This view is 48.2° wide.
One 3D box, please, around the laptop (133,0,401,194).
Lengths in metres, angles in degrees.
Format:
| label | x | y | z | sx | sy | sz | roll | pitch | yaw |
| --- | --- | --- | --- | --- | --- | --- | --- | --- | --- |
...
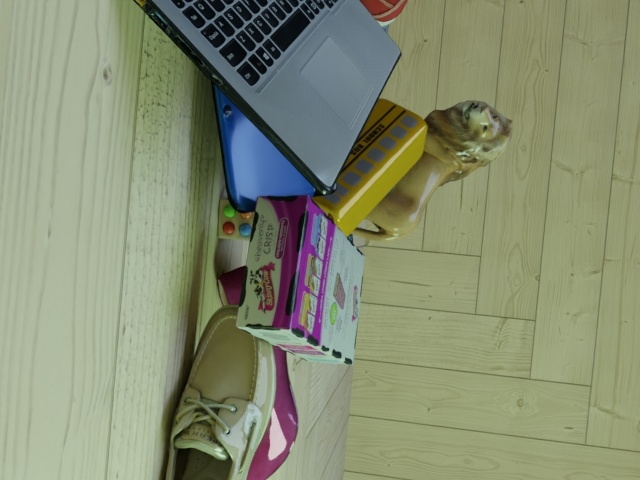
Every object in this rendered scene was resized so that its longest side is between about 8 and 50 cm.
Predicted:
| label | x | y | z | sx | sy | sz | roll | pitch | yaw |
| --- | --- | --- | --- | --- | --- | --- | --- | --- | --- |
| laptop | -0.007 | -0.332 | 0.689 | 0.408 | 0.236 | 0.382 | 46 | 35 | -15 |

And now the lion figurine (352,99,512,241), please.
| label | x | y | z | sx | sy | sz | roll | pitch | yaw |
| --- | --- | --- | --- | --- | --- | --- | --- | --- | --- |
| lion figurine | 0.175 | -0.119 | 1.371 | 0.392 | 0.240 | 0.142 | -57 | 166 | 0 |

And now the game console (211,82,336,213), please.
| label | x | y | z | sx | sy | sz | roll | pitch | yaw |
| --- | --- | --- | --- | --- | --- | --- | --- | --- | --- |
| game console | -0.086 | -0.195 | 0.938 | 0.250 | 0.174 | 0.292 | -165 | -113 | -68 |

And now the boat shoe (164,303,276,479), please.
| label | x | y | z | sx | sy | sz | roll | pitch | yaw |
| --- | --- | --- | --- | --- | --- | --- | --- | --- | --- |
| boat shoe | -0.124 | 0.223 | 0.837 | 0.098 | 0.109 | 0.302 | 54 | 47 | -79 |

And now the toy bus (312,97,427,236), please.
| label | x | y | z | sx | sy | sz | roll | pitch | yaw |
| --- | --- | --- | --- | --- | --- | --- | --- | --- | --- |
| toy bus | 0.035 | -0.101 | 1.198 | 0.332 | 0.130 | 0.108 | -47 | 158 | -29 |

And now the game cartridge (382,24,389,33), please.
| label | x | y | z | sx | sy | sz | roll | pitch | yaw |
| --- | --- | --- | --- | --- | --- | --- | --- | --- | --- |
| game cartridge | 0.029 | -0.220 | 1.303 | 0.230 | 0.068 | 0.355 | -52 | 161 | -38 |

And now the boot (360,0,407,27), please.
| label | x | y | z | sx | sy | sz | roll | pitch | yaw |
| --- | --- | --- | --- | --- | --- | --- | --- | --- | --- |
| boot | 0.066 | -0.469 | 1.111 | 0.088 | 0.244 | 0.176 | -41 | -175 | -18 |

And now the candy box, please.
| label | x | y | z | sx | sy | sz | roll | pitch | yaw |
| --- | --- | --- | --- | --- | --- | --- | --- | --- | --- |
| candy box | -0.016 | 0.058 | 0.891 | 0.233 | 0.071 | 0.159 | 44 | 51 | -62 |

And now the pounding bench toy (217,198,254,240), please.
| label | x | y | z | sx | sy | sz | roll | pitch | yaw |
| --- | --- | --- | --- | --- | --- | --- | --- | --- | --- |
| pounding bench toy | -0.104 | -0.045 | 0.963 | 0.065 | 0.052 | 0.083 | -34 | 129 | -78 |

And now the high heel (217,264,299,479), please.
| label | x | y | z | sx | sy | sz | roll | pitch | yaw |
| --- | --- | --- | --- | --- | --- | --- | --- | --- | --- |
| high heel | -0.117 | 0.206 | 1.048 | 0.181 | 0.127 | 0.377 | 4 | 106 | -39 |

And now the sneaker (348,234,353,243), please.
| label | x | y | z | sx | sy | sz | roll | pitch | yaw |
| --- | --- | --- | --- | --- | --- | --- | --- | --- | --- |
| sneaker | 0.001 | 0.000 | 1.498 | 0.323 | 0.130 | 0.236 | 55 | 33 | -72 |
